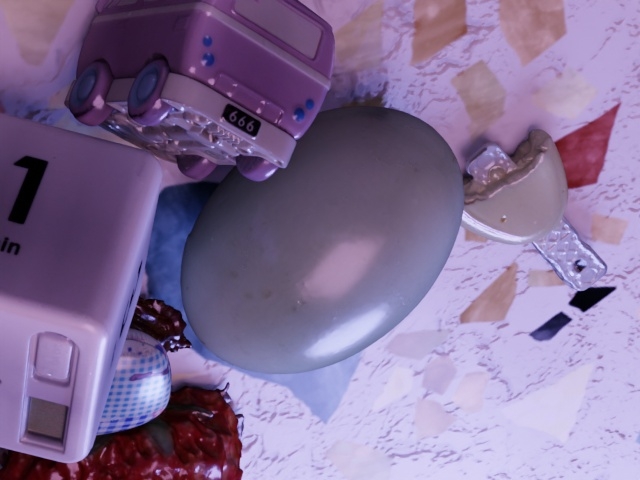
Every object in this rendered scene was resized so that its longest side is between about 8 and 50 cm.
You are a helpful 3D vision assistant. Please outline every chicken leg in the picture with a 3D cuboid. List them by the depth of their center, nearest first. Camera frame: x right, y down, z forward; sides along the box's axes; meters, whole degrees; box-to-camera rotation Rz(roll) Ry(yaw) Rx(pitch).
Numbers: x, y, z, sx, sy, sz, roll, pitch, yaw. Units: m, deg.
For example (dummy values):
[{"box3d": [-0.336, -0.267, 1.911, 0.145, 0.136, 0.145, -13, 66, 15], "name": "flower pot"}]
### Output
[{"box3d": [-0.219, 0.077, 1.371, 0.219, 0.048, 0.089, 14, 114, -28], "name": "chicken leg"}]

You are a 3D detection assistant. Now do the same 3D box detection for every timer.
[{"box3d": [-0.249, 0.034, 1.184, 0.194, 0.195, 0.192, 14, 137, -4], "name": "timer"}]

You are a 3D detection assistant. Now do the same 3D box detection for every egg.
[{"box3d": [0.000, 0.000, 1.307, 0.283, 0.203, 0.203, -37, 127, 9], "name": "egg"}]

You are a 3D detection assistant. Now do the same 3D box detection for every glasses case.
[{"box3d": [-0.298, 0.128, 1.326, 0.327, 0.076, 0.125, -2, 140, -5], "name": "glasses case"}]

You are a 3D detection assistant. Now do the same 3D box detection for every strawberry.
[{"box3d": [-0.199, 0.284, 1.457, 0.253, 0.150, 0.280, 5, 118, -23], "name": "strawberry"}]

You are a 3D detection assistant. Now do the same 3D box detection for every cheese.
[{"box3d": [0.213, -0.021, 1.471, 0.127, 0.050, 0.235, -40, 126, 6], "name": "cheese"}]

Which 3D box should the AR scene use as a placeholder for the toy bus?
[{"box3d": [-0.100, -0.135, 1.190, 0.142, 0.202, 0.142, 26, 78, -35], "name": "toy bus"}]
